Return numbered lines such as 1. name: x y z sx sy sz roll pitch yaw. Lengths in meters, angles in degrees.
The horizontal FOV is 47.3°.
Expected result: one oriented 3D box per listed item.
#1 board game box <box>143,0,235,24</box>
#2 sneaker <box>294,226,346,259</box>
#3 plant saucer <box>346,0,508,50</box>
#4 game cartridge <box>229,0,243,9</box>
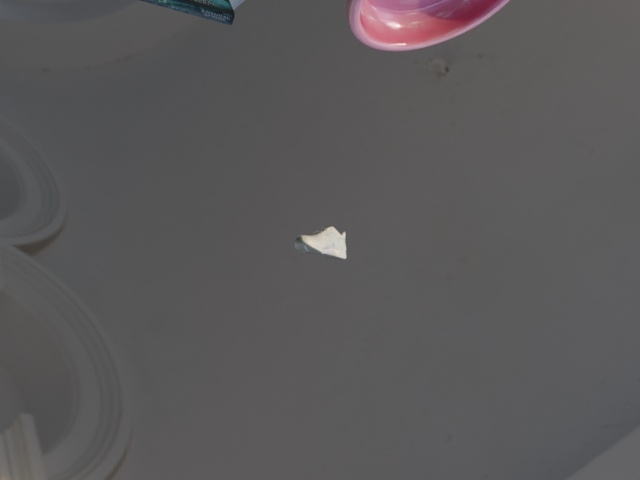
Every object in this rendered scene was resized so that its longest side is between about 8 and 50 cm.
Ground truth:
1. board game box: -0.264 -0.473 1.396 0.026 0.186 0.126 -62 -146 34
2. sneaker: 0.000 0.000 1.453 0.053 0.152 0.061 2 -97 35
3. plant saucer: 0.195 -0.450 1.233 0.332 0.332 0.084 -29 -110 30
4. game cartridge: -0.158 -0.725 1.777 0.198 0.062 0.297 -4 -110 57
